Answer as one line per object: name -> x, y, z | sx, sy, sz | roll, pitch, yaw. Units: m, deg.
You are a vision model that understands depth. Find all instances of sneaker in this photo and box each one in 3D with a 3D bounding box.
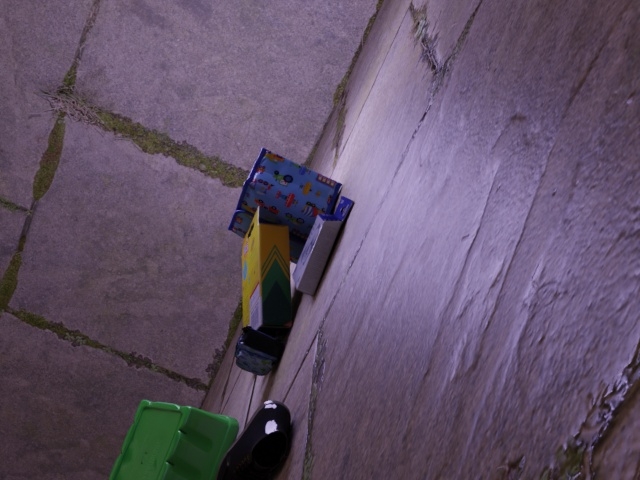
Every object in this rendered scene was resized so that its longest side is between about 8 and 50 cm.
sneaker -> -0.120, 0.382, 1.455 | 0.118, 0.083, 0.222 | -101, 35, -78

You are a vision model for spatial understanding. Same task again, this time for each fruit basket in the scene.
fruit basket -> -0.363, 0.615, 2.220 | 0.392, 0.283, 0.391 | -2, -87, -59

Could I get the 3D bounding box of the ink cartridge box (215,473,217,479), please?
ink cartridge box -> -0.210, 0.505, 1.700 | 0.179, 0.045, 0.145 | -39, 17, 21

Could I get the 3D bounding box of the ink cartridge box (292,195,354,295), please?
ink cartridge box -> 0.000, 0.000, 1.946 | 0.223, 0.045, 0.223 | -131, 64, -83

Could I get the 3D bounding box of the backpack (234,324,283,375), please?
backpack -> -0.148, 0.261, 2.010 | 0.114, 0.105, 0.084 | 120, 171, -64

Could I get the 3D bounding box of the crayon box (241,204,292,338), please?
crayon box -> -0.136, 0.098, 2.148 | 0.202, 0.081, 0.318 | 124, 147, -60

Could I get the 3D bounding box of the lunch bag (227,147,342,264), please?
lunch bag -> -0.106, -0.063, 2.240 | 0.293, 0.221, 0.138 | 118, 175, -51
